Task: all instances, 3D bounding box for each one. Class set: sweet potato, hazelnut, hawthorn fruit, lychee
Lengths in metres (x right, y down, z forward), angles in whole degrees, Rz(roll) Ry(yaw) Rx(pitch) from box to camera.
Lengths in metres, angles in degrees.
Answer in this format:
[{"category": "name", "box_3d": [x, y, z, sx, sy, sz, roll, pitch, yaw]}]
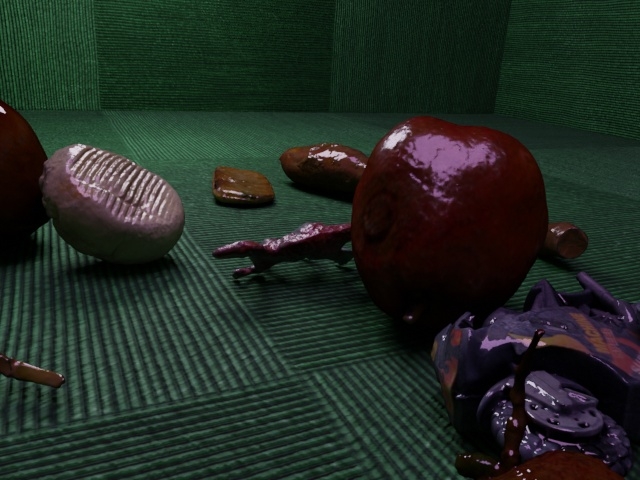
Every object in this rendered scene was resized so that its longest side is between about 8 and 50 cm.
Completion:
[{"category": "sweet potato", "box_3d": [0.341, -0.027, 0.914, 0.067, 0.059, 0.281, -31, 15, 6]}, {"category": "hazelnut", "box_3d": [-0.463, -0.084, 0.743, 0.217, 0.217, 0.252, -13, 1, -40]}, {"category": "sweet potato", "box_3d": [0.060, -0.131, 1.106, 0.385, 0.109, 0.109, 21, 26, 40]}, {"category": "hawthorn fruit", "box_3d": [0.127, -0.005, 0.604, 0.224, 0.224, 0.260, 11, 54, 21]}, {"category": "lychee", "box_3d": [0.116, 0.146, 0.283, 0.101, 0.114, 0.140, 27, 44, -17]}]

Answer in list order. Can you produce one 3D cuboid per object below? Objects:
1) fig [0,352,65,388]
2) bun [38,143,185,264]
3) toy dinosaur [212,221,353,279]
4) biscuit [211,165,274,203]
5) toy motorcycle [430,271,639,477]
[{"category": "fig", "box_3d": [-0.323, 0.067, 0.443, 0.257, 0.159, 0.159, 22, 20, 0]}, {"category": "bun", "box_3d": [-0.274, -0.042, 0.725, 0.188, 0.111, 0.164, 27, 33, -23]}, {"category": "toy dinosaur", "box_3d": [0.000, 0.000, 0.704, 0.242, 0.053, 0.167, -13, -12, 3]}, {"category": "biscuit", "box_3d": [-0.158, -0.111, 1.116, 0.119, 0.028, 0.247, 6, 18, -13]}, {"category": "toy motorcycle", "box_3d": [0.198, 0.097, 0.464, 0.173, 0.108, 0.307, 12, 18, 39]}]
